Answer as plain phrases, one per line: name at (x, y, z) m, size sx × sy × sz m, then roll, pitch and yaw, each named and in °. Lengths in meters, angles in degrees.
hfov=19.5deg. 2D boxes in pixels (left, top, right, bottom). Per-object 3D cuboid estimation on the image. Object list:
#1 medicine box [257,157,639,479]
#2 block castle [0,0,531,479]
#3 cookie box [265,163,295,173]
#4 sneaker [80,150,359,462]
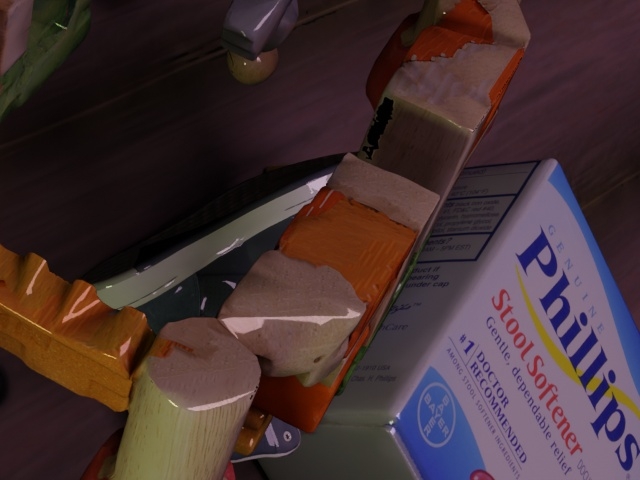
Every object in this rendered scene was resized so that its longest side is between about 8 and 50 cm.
medicine box at (0.110, 0.129, 1.376) m, size 0.289 × 0.149 × 0.263 m, roll -53°, pitch 125°, yaw -39°
block castle at (-0.084, -0.047, 1.044) m, size 0.453 × 0.303 × 0.213 m, roll -56°, pitch 172°, yaw -40°
cookie box at (0.000, 0.000, 1.300) m, size 0.040 × 0.092 × 0.107 m, roll 32°, pitch 61°, yaw -49°
sneaker at (-0.031, 0.048, 1.225) m, size 0.226 × 0.086 × 0.163 m, roll -30°, pitch 104°, yaw -23°
